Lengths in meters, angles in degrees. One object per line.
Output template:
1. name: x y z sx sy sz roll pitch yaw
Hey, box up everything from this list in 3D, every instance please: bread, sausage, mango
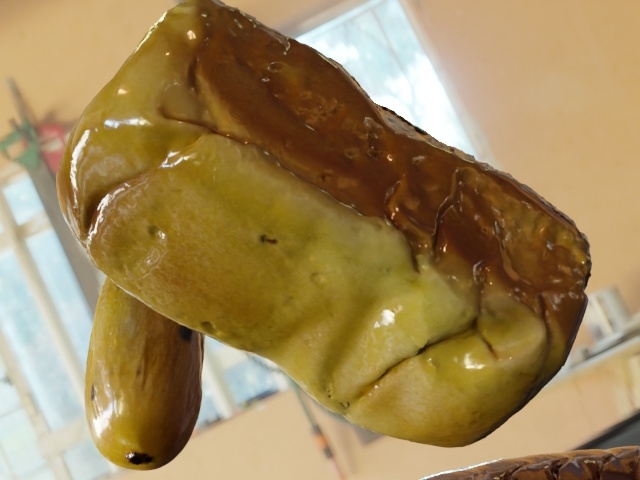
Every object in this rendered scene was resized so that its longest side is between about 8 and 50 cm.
1. bread: 0.000 0.000 0.747 0.167 0.294 0.132 -47 11 48
2. sausage: 0.200 0.227 1.152 0.433 0.088 0.088 4 -27 -44
3. mango: -0.160 0.084 1.212 0.108 0.262 0.157 2 -30 -1
